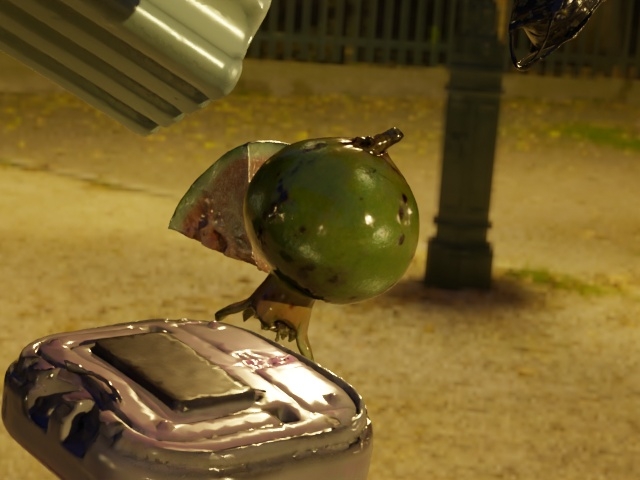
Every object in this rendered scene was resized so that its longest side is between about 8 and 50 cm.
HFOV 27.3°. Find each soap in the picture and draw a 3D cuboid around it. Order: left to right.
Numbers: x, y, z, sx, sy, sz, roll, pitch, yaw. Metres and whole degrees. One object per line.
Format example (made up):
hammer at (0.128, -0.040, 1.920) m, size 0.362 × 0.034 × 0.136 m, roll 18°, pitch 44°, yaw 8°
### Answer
soap at (-0.183, -0.183, 0.883) m, size 0.265 × 0.088 × 0.160 m, roll 31°, pitch -23°, yaw -22°

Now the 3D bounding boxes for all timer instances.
timer at (-0.080, 0.105, 0.806) m, size 0.190 × 0.069 × 0.208 m, roll -5°, pitch 22°, yaw -42°

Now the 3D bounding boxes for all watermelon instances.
watermelon at (-0.047, -0.045, 1.552) m, size 0.231 × 0.146 × 0.128 m, roll 12°, pitch 13°, yaw -34°

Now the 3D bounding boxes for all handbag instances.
handbag at (0.279, -0.268, 1.646) m, size 0.072 × 0.139 × 0.115 m, roll 42°, pitch -31°, yaw -25°

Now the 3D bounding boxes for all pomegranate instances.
pomegranate at (0.002, 0.006, 1.150) m, size 0.156 × 0.220 × 0.156 m, roll 12°, pitch 36°, yaw -9°
